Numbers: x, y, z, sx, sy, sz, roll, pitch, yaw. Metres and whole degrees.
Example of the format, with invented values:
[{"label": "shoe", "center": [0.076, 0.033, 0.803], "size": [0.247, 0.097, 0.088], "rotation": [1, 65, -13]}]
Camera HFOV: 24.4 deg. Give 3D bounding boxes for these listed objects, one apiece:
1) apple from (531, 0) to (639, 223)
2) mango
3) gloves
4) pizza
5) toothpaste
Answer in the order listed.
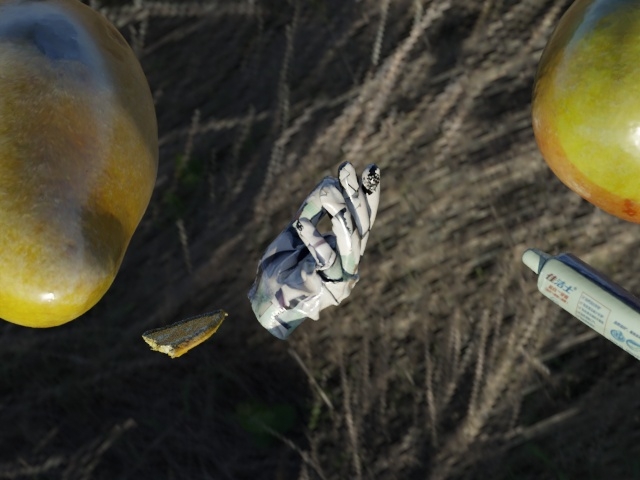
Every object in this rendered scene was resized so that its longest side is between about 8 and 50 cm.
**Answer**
[{"label": "apple", "center": [0.317, -0.134, 1.344], "size": [0.260, 0.194, 0.261], "rotation": [5, 74, -16]}, {"label": "mango", "center": [-0.254, -0.070, 1.338], "size": [0.221, 0.199, 0.384], "rotation": [1, 46, -17]}, {"label": "gloves", "center": [0.006, 0.006, 1.668], "size": [0.212, 0.111, 0.127], "rotation": [-44, 4, 12]}, {"label": "pizza", "center": [-0.183, 0.123, 1.908], "size": [0.108, 0.026, 0.123], "rotation": [-5, 19, 35]}, {"label": "toothpaste", "center": [0.295, 0.081, 1.386], "size": [0.047, 0.069, 0.268], "rotation": [-28, 51, -34]}]
